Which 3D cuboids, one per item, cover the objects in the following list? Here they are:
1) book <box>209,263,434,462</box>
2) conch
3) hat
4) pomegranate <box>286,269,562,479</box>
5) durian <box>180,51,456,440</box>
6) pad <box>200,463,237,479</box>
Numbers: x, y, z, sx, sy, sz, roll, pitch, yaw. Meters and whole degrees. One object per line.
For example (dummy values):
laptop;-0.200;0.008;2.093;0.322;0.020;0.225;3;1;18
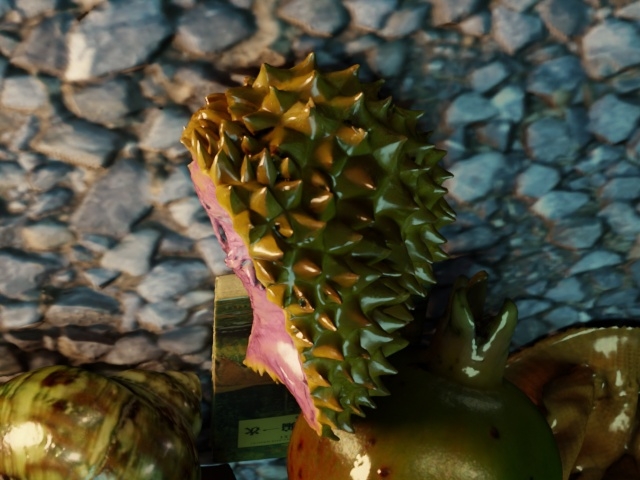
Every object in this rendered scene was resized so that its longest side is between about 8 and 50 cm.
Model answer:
book;-0.005;0.096;1.203;0.160;0.024;0.228;-5;142;-10
conch;-0.176;0.152;1.164;0.181;0.124;0.187;0;-177;-38
hat;0.232;0.224;1.248;0.244;0.233;0.233;1;143;-11
pomegranate;0.082;0.149;1.122;0.198;0.198;0.246;5;136;-18
durian;0.013;0.003;1.007;0.186;0.154;0.260;-43;143;-6
pad;-0.200;0.209;1.194;0.300;0.202;0.005;1;102;-12
